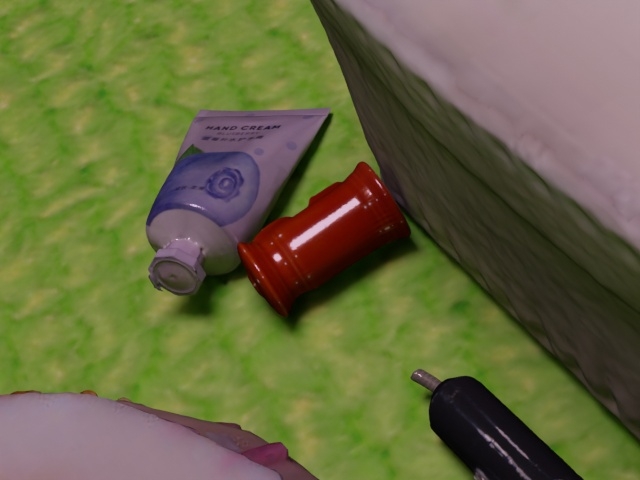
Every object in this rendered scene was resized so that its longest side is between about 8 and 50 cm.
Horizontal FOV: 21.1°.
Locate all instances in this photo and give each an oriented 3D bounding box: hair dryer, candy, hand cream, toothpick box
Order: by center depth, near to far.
[{"bbox_3d":[0.094,0.121,0.745,0.124,0.071,0.219,-36,43,-6],"label":"hair dryer"},{"bbox_3d":[0.136,-0.042,0.753,0.145,0.208,0.359,-36,49,-8],"label":"candy"},{"bbox_3d":[0.000,0.000,0.881,0.083,0.047,0.047,-33,49,-4],"label":"toothpick box"},{"bbox_3d":[-0.054,-0.029,0.929,0.084,0.053,0.142,2,45,24],"label":"hand cream"}]

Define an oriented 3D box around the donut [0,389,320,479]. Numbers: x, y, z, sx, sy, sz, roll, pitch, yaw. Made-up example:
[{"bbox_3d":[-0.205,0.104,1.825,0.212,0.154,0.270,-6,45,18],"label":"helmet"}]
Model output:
[{"bbox_3d":[-0.117,0.238,0.676,0.382,0.142,0.382,-8,53,11],"label":"donut"}]
